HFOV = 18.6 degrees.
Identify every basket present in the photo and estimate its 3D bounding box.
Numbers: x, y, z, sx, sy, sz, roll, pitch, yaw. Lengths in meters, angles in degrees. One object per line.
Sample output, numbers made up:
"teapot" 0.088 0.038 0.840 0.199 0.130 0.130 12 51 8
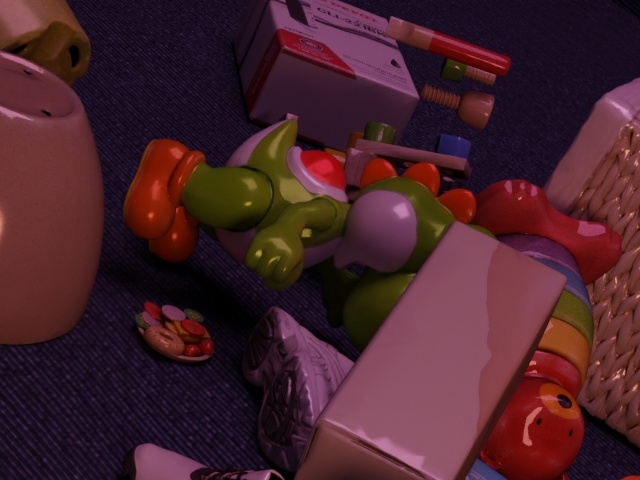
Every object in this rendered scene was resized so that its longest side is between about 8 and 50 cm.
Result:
"basket" 0.384 0.009 2.216 0.266 0.331 0.328 35 24 14

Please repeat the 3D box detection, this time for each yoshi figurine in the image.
"yoshi figurine" -0.008 0.025 1.929 0.362 0.203 0.203 12 38 12

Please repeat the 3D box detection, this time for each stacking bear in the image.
"stacking bear" 0.204 0.114 1.963 0.175 0.164 0.289 27 46 -27

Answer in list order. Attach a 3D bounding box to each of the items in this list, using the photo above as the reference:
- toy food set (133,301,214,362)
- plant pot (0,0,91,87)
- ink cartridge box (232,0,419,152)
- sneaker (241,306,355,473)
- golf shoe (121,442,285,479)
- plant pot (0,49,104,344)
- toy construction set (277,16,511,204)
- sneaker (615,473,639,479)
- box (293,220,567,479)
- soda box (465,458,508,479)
"toy food set" -0.140 0.088 1.873 0.083 0.020 0.082 11 28 -33
"plant pot" -0.382 -0.242 2.048 0.254 0.276 0.276 50 30 21
"ink cartridge box" 0.002 -0.229 2.577 0.197 0.114 0.273 19 23 -17
"sneaker" 0.002 0.146 1.821 0.115 0.090 0.232 22 24 -20
"golf shoe" -0.071 0.209 1.598 0.198 0.094 0.077 33 25 18
"plant pot" -0.314 -0.065 1.792 0.284 0.191 0.284 22 23 -10
"toy construction set" 0.044 -0.100 2.148 0.237 0.309 0.257 20 15 -5
"sneaker" 0.379 0.307 1.839 0.321 0.125 0.180 29 16 -11
"box" 0.092 0.136 1.690 0.121 0.148 0.311 27 42 9
"soda box" 0.138 0.250 1.747 0.210 0.071 0.067 35 41 19
